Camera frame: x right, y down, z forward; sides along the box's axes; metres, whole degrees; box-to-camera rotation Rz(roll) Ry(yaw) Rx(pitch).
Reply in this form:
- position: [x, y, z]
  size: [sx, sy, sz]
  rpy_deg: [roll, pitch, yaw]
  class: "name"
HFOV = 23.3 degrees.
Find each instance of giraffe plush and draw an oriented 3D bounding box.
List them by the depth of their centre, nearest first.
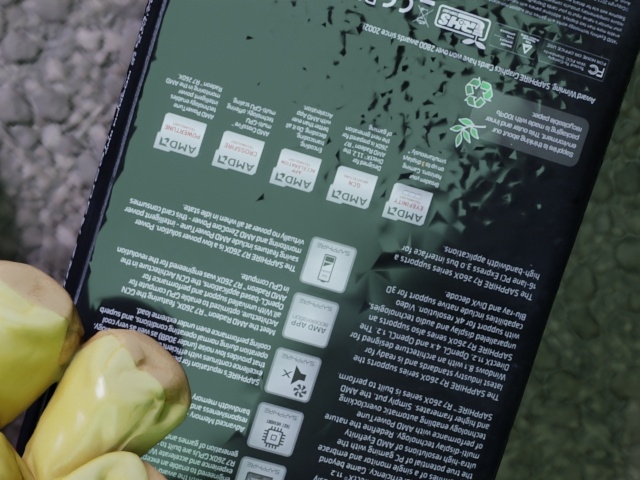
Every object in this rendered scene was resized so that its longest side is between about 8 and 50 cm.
- position: [-0.169, 0.131, 0.665]
  size: [0.181, 0.210, 0.170]
  rpy_deg: [30, 132, -8]
  class: "giraffe plush"

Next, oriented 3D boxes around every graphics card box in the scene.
- position: [0.000, 0.000, 0.774]
  size: [0.233, 0.094, 0.371]
  rpy_deg: [16, 97, -11]
  class: "graphics card box"
